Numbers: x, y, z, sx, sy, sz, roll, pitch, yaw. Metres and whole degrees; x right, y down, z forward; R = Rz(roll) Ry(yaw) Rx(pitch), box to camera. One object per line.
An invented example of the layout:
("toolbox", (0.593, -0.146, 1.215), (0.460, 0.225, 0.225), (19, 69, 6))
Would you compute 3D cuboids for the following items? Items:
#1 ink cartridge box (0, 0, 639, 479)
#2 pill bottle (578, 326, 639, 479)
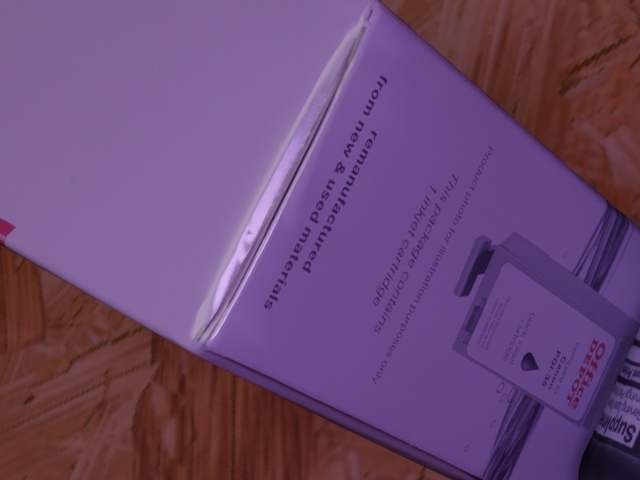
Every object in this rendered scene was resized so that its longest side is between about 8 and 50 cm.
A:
("ink cartridge box", (0.000, 0.000, 0.606), (0.207, 0.283, 0.117), (24, 85, 41))
("pill bottle", (0.173, 0.052, 0.552), (0.130, 0.130, 0.245), (23, 88, 41))
